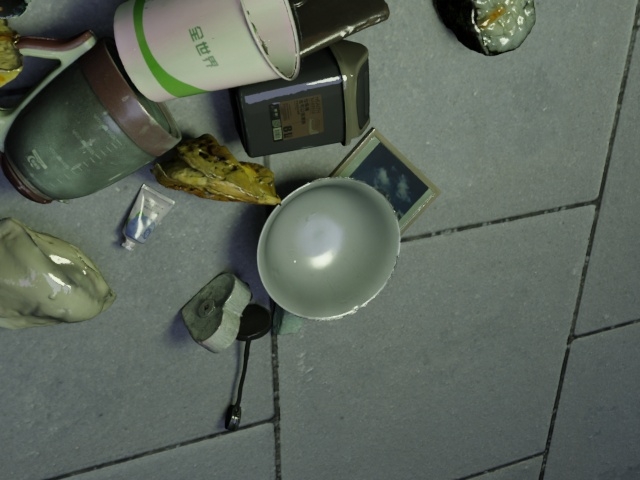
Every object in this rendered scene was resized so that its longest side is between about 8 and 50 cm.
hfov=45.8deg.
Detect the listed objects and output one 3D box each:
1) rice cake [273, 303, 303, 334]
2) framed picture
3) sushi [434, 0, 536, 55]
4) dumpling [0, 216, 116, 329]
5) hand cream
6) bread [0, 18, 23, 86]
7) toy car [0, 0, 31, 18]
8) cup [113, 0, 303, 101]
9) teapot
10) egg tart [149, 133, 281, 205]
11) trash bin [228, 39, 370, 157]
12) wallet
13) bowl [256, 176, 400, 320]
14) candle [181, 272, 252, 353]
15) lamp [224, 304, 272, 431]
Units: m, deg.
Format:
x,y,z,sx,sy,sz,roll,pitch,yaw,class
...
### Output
x,y,z,sx,sy,sz,roll,pitch,yaw,class
-0.069,0.144,1.885,0.069,0.063,0.207,0,118,-27,rice cake
0.147,-0.122,1.858,0.281,0.019,0.209,35,100,-34,framed picture
0.338,-0.563,1.598,0.210,0.171,0.350,-30,126,-9,sushi
-0.574,0.108,1.554,0.243,0.187,0.318,-41,130,-3,dumpling
-0.385,-0.043,1.645,0.084,0.053,0.142,32,91,-34,hand cream
-0.605,-0.341,1.251,0.178,0.240,0.135,-31,141,-10,bread
-0.550,-0.481,1.290,0.095,0.056,0.205,-7,96,-24,toy car
-0.200,-0.369,1.340,0.273,0.253,0.253,-15,128,18,cup
-0.472,-0.225,1.395,0.312,0.233,0.315,-34,118,4,teapot
-0.204,-0.141,1.530,0.297,0.297,0.132,15,92,-31,egg tart
-0.037,-0.295,1.575,0.290,0.182,0.210,-14,134,-10,trash bin
-0.030,-0.443,1.506,0.309,0.165,0.042,-28,162,-9,wallet
0.000,0.000,1.763,0.345,0.157,0.346,-7,110,-19,bowl
-0.250,0.171,1.775,0.168,0.192,0.068,-13,137,38,candle
-0.222,0.324,1.920,0.108,0.130,0.371,11,126,-18,lamp
